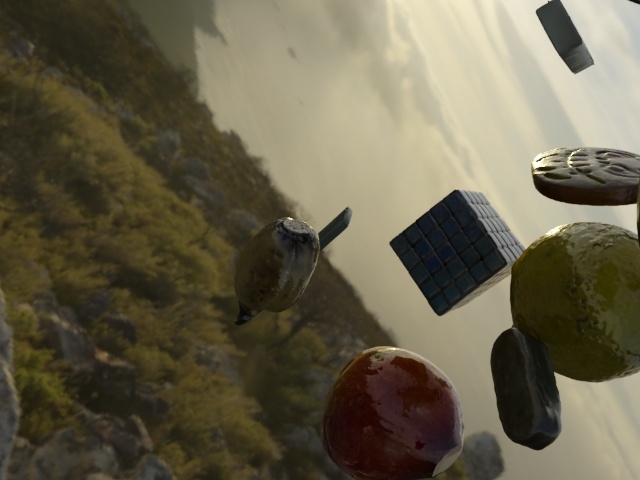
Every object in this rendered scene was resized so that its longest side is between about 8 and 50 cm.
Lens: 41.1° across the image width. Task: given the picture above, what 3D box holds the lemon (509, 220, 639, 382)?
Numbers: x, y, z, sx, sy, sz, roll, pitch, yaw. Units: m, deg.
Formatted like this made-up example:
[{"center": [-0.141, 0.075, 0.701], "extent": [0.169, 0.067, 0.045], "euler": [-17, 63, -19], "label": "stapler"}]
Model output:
[{"center": [0.579, 0.134, 1.862], "extent": [0.349, 0.350, 0.387], "euler": [59, -30, -6], "label": "lemon"}]

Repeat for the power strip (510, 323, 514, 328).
[{"center": [0.570, 0.225, 2.322], "extent": [0.061, 0.145, 0.215], "euler": [20, -15, 21], "label": "power strip"}]

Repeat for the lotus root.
[{"center": [-0.079, 0.054, 1.392], "extent": [0.125, 0.220, 0.118], "euler": [18, 35, -21], "label": "lotus root"}]

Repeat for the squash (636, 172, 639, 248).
[{"center": [0.639, -0.033, 1.421], "extent": [0.310, 0.308, 0.310], "euler": [21, 11, -4], "label": "squash"}]

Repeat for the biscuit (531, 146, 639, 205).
[{"center": [0.696, -0.172, 2.104], "extent": [0.394, 0.351, 0.070], "euler": [-70, 159, -70], "label": "biscuit"}]

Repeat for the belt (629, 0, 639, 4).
[{"center": [0.542, -0.366, 1.168], "extent": [0.262, 0.105, 0.184], "euler": [21, 8, 33], "label": "belt"}]

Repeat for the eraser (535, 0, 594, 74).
[{"center": [0.431, -0.351, 1.491], "extent": [0.091, 0.046, 0.212], "euler": [65, 21, 10], "label": "eraser"}]

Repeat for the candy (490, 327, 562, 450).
[{"center": [0.405, 0.291, 1.684], "extent": [0.104, 0.102, 0.233], "euler": [30, 39, -35], "label": "candy"}]

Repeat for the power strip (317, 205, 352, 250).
[{"center": [0.000, 0.000, 2.143], "extent": [0.027, 0.253, 0.060], "euler": [38, 38, -14], "label": "power strip"}]

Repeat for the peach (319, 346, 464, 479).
[{"center": [0.193, 0.463, 2.233], "extent": [0.388, 0.388, 0.388], "euler": [55, 14, -20], "label": "peach"}]

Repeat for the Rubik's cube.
[{"center": [0.358, 0.026, 2.192], "extent": [0.237, 0.237, 0.238], "euler": [56, 23, 15], "label": "Rubik's cube"}]
